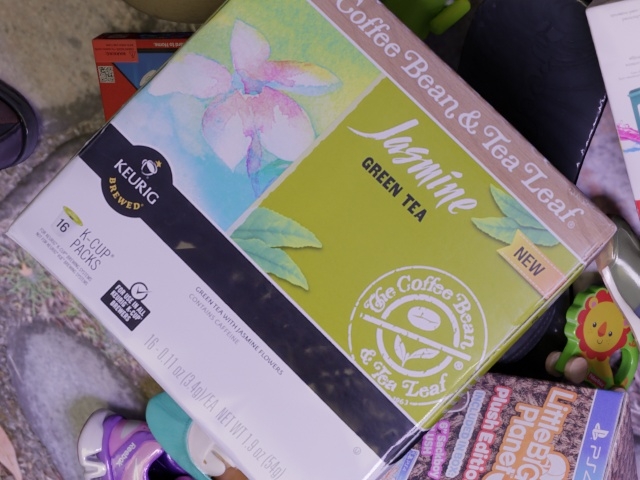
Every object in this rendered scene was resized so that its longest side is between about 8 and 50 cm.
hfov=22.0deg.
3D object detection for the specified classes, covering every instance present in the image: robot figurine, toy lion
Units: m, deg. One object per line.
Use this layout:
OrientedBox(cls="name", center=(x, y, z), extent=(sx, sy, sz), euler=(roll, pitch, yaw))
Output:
OrientedBox(cls="robot figurine", center=(0.079, -0.215, 1.400), extent=(0.101, 0.067, 0.115), euler=(43, 122, 15))
OrientedBox(cls="toy lion", center=(0.250, 0.091, 1.461), extent=(0.100, 0.096, 0.034), euler=(37, 169, -34))

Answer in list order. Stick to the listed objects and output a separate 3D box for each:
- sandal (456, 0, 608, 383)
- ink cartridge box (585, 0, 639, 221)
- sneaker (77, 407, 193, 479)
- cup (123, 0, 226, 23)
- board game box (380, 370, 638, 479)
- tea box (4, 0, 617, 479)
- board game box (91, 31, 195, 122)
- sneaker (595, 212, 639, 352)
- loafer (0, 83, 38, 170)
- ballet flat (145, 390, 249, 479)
OrientedBox(cls="sandal", center=(0.147, -0.009, 1.438), extent=(0.167, 0.107, 0.446), euler=(14, 117, 17))
OrientedBox(cls="ink cartridge box", center=(0.289, -0.101, 1.321), extent=(0.078, 0.134, 0.231), euler=(-10, 109, 26))
OrientedBox(cls="sneaker", center=(-0.176, 0.286, 1.720), extent=(0.104, 0.095, 0.236), euler=(-5, 109, 17))
OrientedBox(cls="cup", center=(-0.101, -0.316, 1.319), extent=(0.331, 0.331, 0.237), euler=(22, 144, 13))
OrientedBox(cls="board game box", center=(0.127, 0.232, 1.479), extent=(0.291, 0.141, 0.232), euler=(8, 145, 20))
OrientedBox(cls="tea box", center=(0.000, 0.000, 1.288), extent=(0.329, 0.220, 0.323), euler=(44, 90, 8))
OrientedBox(cls="board game box", center=(-0.074, -0.122, 1.531), extent=(0.281, 0.027, 0.145), euler=(2, 114, 22))
OrientedBox(cls="sneaker", center=(0.307, 0.052, 1.424), extent=(0.086, 0.064, 0.192), euler=(-18, 110, 28))
OrientedBox(cls="loafer", center=(-0.427, -0.152, 1.627), extent=(0.302, 0.095, 0.109), euler=(26, 119, 11))
OrientedBox(cls="ballet flat", center=(-0.068, 0.230, 1.642), extent=(0.247, 0.083, 0.087), euler=(42, 164, -2))
